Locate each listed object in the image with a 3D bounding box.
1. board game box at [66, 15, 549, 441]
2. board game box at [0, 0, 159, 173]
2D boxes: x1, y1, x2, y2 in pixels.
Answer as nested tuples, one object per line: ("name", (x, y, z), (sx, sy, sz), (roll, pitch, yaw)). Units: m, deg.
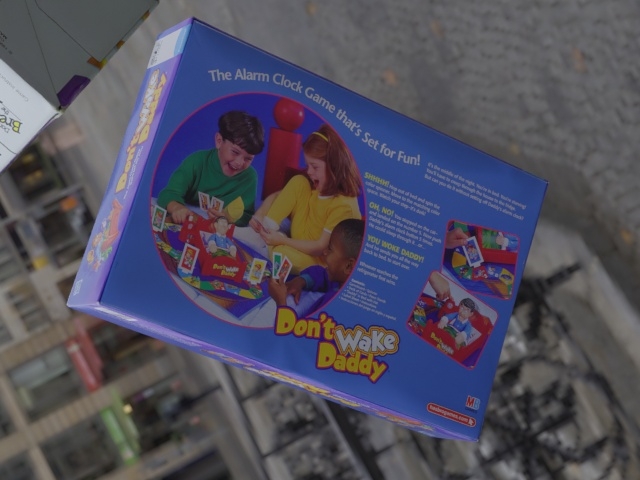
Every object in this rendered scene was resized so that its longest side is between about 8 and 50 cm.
("board game box", (0.000, 0.000, 1.199), (0.347, 0.233, 0.078), (23, 167, -24))
("board game box", (-0.239, -0.065, 0.786), (0.144, 0.275, 0.142), (44, -148, -11))
